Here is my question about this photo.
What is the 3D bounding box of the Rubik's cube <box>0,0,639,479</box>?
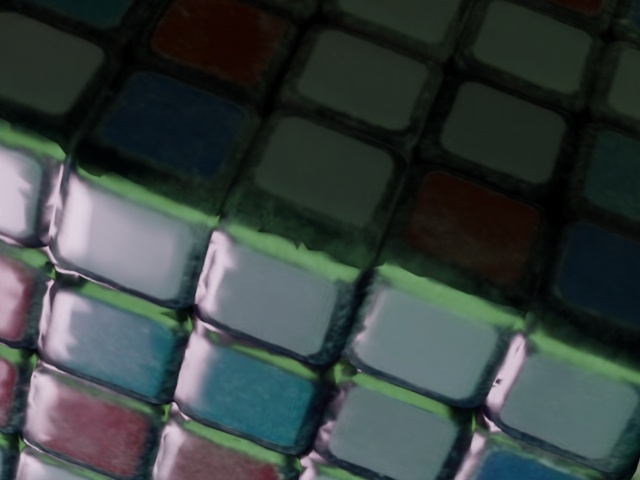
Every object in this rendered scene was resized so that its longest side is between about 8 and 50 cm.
[{"bbox_3d":[0.000,0.000,0.786,0.292,0.293,0.287,22,135,3],"label":"Rubik's cube"}]
